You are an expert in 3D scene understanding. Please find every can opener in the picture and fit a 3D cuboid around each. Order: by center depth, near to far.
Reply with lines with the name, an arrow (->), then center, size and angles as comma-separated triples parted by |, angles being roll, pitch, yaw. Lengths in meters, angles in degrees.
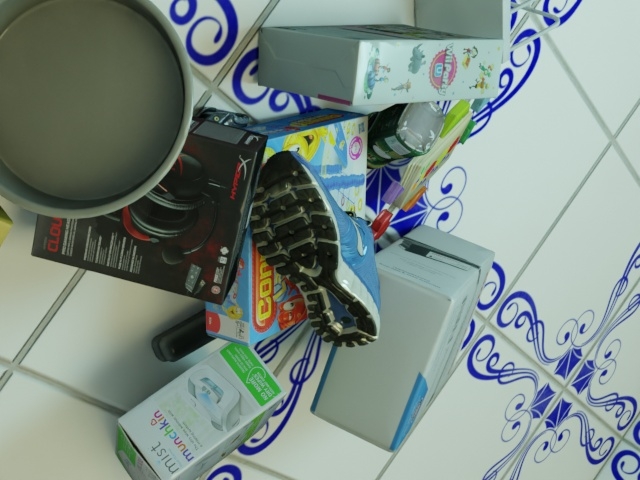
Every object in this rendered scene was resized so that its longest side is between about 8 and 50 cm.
can opener -> -0.155, 0.104, 1.633 | 0.280, 0.074, 0.093 | -34, 100, -27

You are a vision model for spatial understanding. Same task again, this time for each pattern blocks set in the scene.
pattern blocks set -> 0.190, -0.142, 1.735 | 0.325, 0.026, 0.285 | -42, 166, -41

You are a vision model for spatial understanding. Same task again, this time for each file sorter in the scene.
file sorter -> 0.271, -0.463, 1.584 | 0.173, 0.193, 0.277 | -32, 133, -29

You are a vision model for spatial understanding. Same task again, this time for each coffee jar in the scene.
coffee jar -> 0.118, -0.173, 1.620 | 0.079, 0.184, 0.096 | 36, 72, -19

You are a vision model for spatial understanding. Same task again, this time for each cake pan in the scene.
cake pan -> -0.295, -0.173, 1.202 | 0.293, 0.293, 0.054 | -59, 180, 3

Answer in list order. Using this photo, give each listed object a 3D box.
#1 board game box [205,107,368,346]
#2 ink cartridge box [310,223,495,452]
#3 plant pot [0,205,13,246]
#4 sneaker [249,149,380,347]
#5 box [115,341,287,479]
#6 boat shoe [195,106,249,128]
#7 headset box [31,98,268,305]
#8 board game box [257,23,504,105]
board game box -> -0.047, -0.030, 1.535 | 0.302, 0.086, 0.308 | -22, 119, -51
ink cartridge box -> 0.157, 0.154, 1.756 | 0.395, 0.166, 0.285 | -27, 138, -68
plant pot -> -0.454, -0.017, 1.260 | 0.083, 0.081, 0.081 | 29, 93, -36
sneaker -> 0.000, 0.000, 1.450 | 0.147, 0.130, 0.330 | -75, 148, -49
box -> -0.194, 0.292, 1.565 | 0.231, 0.126, 0.262 | -34, 169, -22
boat shoe -> -0.182, -0.153, 1.446 | 0.183, 0.065, 0.083 | -4, 112, -50
headset box -> -0.238, -0.063, 1.310 | 0.110, 0.293, 0.218 | -72, 178, -72
board game box -> 0.092, -0.269, 1.502 | 0.304, 0.224, 0.097 | -11, 112, -38
